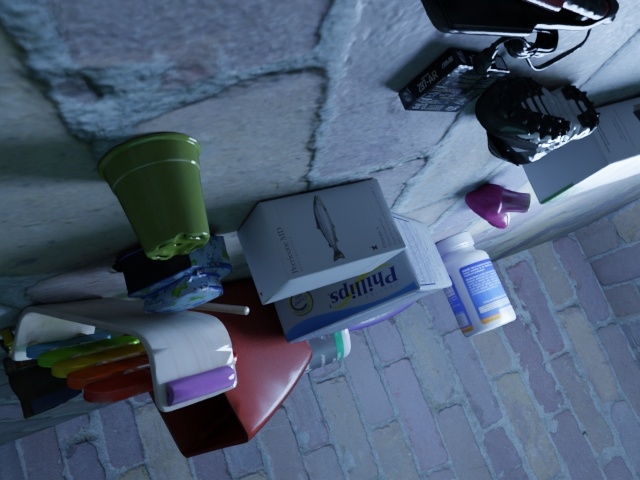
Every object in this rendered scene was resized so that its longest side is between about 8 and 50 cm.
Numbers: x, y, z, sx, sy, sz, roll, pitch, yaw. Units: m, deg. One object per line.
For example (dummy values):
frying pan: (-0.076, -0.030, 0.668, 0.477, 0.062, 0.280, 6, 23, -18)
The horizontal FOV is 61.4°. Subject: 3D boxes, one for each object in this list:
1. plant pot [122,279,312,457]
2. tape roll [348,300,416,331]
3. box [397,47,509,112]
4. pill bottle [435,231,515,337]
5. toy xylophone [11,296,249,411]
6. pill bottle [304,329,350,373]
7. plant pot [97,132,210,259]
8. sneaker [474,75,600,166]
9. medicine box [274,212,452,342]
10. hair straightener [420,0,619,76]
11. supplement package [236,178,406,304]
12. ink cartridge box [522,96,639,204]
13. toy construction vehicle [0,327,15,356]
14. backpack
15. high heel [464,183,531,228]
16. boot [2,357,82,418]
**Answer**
plant pot: (-0.178, 0.218, 1.038, 0.235, 0.267, 0.267, -26, 175, -44)
tape roll: (0.137, 0.152, 1.478, 0.274, 0.090, 0.275, -17, 154, -9)
box: (0.122, -0.144, 0.493, 0.083, 0.018, 0.067, -11, 164, -40)
pill bottle: (0.421, 0.119, 1.511, 0.152, 0.272, 0.152, -20, 167, -5)
toy xylophone: (-0.232, 0.126, 0.692, 0.322, 0.081, 0.236, 4, -176, 42)
pill bottle: (-0.128, 0.243, 1.291, 0.360, 0.204, 0.204, -18, 167, -14)
plant pot: (-0.124, -0.030, 0.429, 0.083, 0.079, 0.083, -21, 167, -5)
sneaker: (0.226, -0.124, 0.608, 0.234, 0.078, 0.106, -13, 164, -45)
medicine box: (0.082, 0.073, 1.045, 0.263, 0.149, 0.289, -26, 166, 21)
hair straightener: (0.150, -0.167, 0.408, 0.230, 0.047, 0.089, -16, 168, -41)
supplement package: (0.000, 0.000, 0.701, 0.179, 0.105, 0.105, -15, 167, -30)
ink cartridge box: (0.463, -0.150, 0.859, 0.219, 0.093, 0.160, -17, 167, -19)
toy construction vehicle: (-0.463, 0.153, 0.766, 0.085, 0.035, 0.098, -29, 173, -20)
backpack: (-0.164, 0.039, 0.645, 0.104, 0.084, 0.114, -24, 171, 25)
high heel: (0.332, -0.068, 1.088, 0.117, 0.082, 0.244, 6, -177, 6)
boot: (-0.464, 0.252, 0.994, 0.082, 0.106, 0.219, -28, 166, 28)
